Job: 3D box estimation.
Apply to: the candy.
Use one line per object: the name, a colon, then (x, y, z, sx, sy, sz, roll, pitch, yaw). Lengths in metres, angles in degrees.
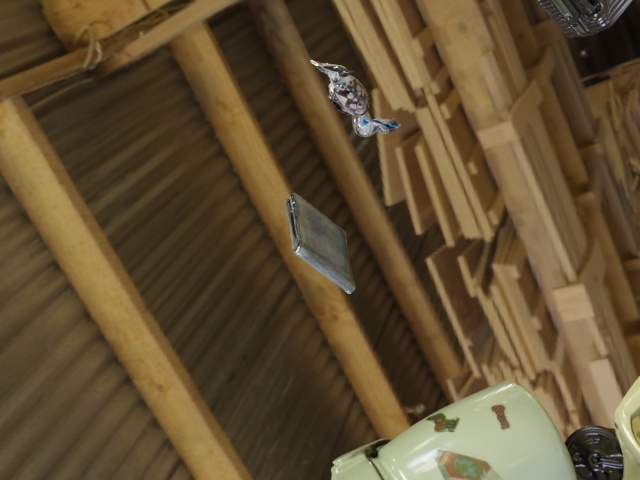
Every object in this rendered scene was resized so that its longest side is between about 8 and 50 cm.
candy: (0.061, -0.245, 1.298, 0.226, 0.093, 0.051, 35, -121, -49)

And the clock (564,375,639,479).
clock: (0.550, 0.251, 1.089, 0.379, 0.276, 0.120, -58, -36, -3)

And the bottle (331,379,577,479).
bottle: (0.156, 0.359, 1.061, 0.229, 0.351, 0.229, 158, 90, -79)

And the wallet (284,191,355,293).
wallet: (-0.002, 0.002, 1.574, 0.167, 0.036, 0.222, 38, -157, -28)

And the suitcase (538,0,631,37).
suitcase: (0.230, -0.234, 0.624, 0.086, 0.059, 0.126, 43, -101, -19)
